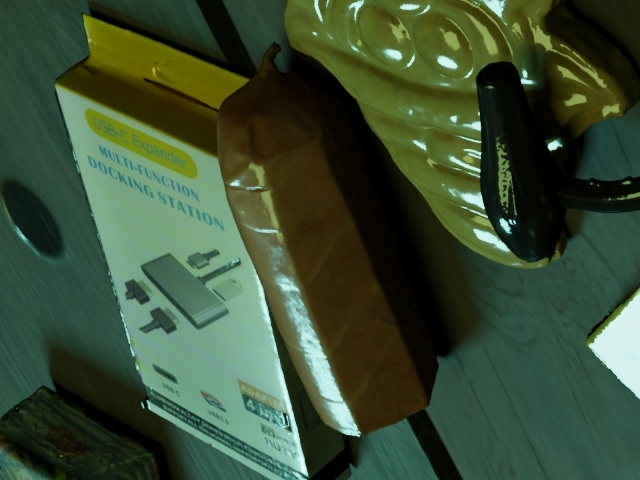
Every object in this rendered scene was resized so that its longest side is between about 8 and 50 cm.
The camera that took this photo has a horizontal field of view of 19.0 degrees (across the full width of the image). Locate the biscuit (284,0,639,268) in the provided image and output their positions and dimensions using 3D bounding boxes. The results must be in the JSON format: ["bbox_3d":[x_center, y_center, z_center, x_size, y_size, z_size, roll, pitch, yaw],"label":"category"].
[{"bbox_3d":[0.036,-0.093,0.697,0.162,0.035,0.250,4,125,45],"label":"biscuit"}]

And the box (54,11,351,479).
[{"bbox_3d":[-0.059,0.014,0.928,0.129,0.033,0.247,25,141,37],"label":"box"}]

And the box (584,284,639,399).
[{"bbox_3d":[0.156,0.036,0.682,0.090,0.023,0.133,44,149,6],"label":"box"}]

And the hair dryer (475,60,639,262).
[{"bbox_3d":[0.095,-0.028,0.664,0.083,0.031,0.079,-2,130,15],"label":"hair dryer"}]

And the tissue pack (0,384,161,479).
[{"bbox_3d":[-0.138,0.175,1.181,0.108,0.060,0.148,23,138,37],"label":"tissue pack"}]

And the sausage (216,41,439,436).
[{"bbox_3d":[0.000,0.000,0.814,0.065,0.065,0.169,12,133,46],"label":"sausage"}]
